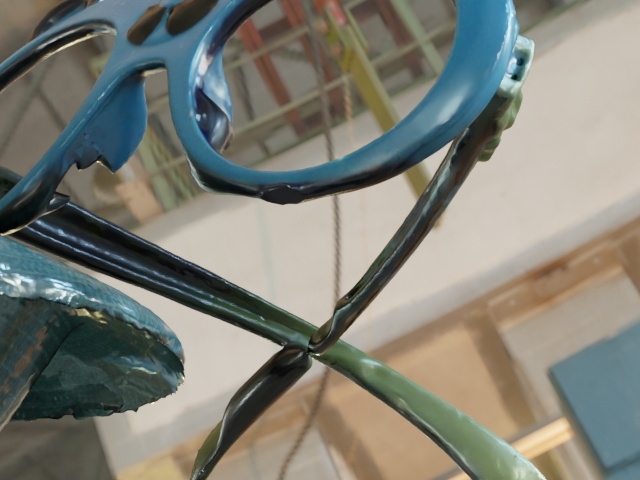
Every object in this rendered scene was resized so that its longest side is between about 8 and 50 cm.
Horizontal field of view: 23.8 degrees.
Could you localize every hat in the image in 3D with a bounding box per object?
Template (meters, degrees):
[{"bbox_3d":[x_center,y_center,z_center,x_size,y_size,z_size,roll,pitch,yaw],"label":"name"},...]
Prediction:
[{"bbox_3d":[-0.137,0.027,0.442,0.138,0.191,0.077,74,-141,-69],"label":"hat"}]

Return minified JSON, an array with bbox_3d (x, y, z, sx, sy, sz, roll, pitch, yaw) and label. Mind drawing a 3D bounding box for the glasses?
[{"bbox_3d":[-0.021,0.014,0.474,0.239,0.206,0.102,-11,15,39],"label":"glasses"}]
